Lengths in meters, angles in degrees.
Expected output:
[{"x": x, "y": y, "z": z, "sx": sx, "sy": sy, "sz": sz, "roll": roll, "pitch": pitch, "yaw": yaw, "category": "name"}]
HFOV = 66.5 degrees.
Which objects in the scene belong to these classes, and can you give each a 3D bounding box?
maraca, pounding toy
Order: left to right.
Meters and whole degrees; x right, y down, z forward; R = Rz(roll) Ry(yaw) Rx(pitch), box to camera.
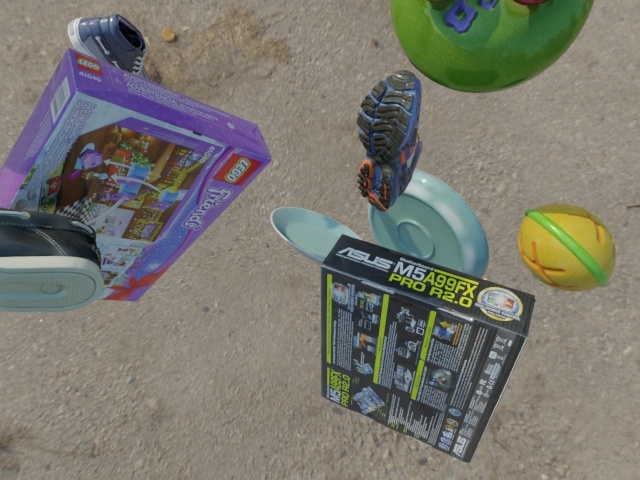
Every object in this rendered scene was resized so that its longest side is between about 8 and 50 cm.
[{"x": 0.130, "y": -0.248, "z": 0.410, "sx": 0.183, "sy": 0.110, "sz": 0.237, "roll": -20, "pitch": 94, "yaw": 22, "category": "pounding toy"}, {"x": 0.310, "y": 0.011, "z": 0.620, "sx": 0.099, "sy": 0.186, "sz": 0.127, "roll": -42, "pitch": 67, "yaw": 15, "category": "maraca"}]

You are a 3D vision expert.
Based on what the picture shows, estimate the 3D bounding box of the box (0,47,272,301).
[{"x": -0.218, "y": -0.035, "z": 0.510, "sx": 0.293, "sy": 0.201, "sz": 0.057, "roll": -40, "pitch": 59, "yaw": 28, "category": "box"}]

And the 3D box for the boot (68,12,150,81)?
[{"x": -0.320, "y": -0.302, "z": 0.817, "sx": 0.086, "sy": 0.190, "sz": 0.069, "roll": -3, "pitch": 80, "yaw": 13, "category": "boot"}]

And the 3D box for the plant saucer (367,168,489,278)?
[{"x": 0.217, "y": -0.011, "z": 1.075, "sx": 0.044, "sy": 0.317, "sz": 0.317, "roll": -39, "pitch": 93, "yaw": -28, "category": "plant saucer"}]

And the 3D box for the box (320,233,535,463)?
[{"x": 0.107, "y": 0.138, "z": 0.586, "sx": 0.216, "sy": 0.270, "sz": 0.060, "roll": 18, "pitch": 45, "yaw": 20, "category": "box"}]

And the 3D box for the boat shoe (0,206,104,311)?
[{"x": -0.292, "y": 0.004, "z": 0.373, "sx": 0.233, "sy": 0.084, "sz": 0.079, "roll": 9, "pitch": 47, "yaw": -36, "category": "boat shoe"}]

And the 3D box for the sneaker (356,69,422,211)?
[{"x": 0.105, "y": -0.145, "z": 0.697, "sx": 0.083, "sy": 0.221, "sz": 0.087, "roll": 38, "pitch": 59, "yaw": 23, "category": "sneaker"}]

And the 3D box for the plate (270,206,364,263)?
[{"x": 0.000, "y": 0.000, "z": 0.825, "sx": 0.188, "sy": 0.188, "sz": 0.024, "roll": 24, "pitch": 113, "yaw": -5, "category": "plate"}]
